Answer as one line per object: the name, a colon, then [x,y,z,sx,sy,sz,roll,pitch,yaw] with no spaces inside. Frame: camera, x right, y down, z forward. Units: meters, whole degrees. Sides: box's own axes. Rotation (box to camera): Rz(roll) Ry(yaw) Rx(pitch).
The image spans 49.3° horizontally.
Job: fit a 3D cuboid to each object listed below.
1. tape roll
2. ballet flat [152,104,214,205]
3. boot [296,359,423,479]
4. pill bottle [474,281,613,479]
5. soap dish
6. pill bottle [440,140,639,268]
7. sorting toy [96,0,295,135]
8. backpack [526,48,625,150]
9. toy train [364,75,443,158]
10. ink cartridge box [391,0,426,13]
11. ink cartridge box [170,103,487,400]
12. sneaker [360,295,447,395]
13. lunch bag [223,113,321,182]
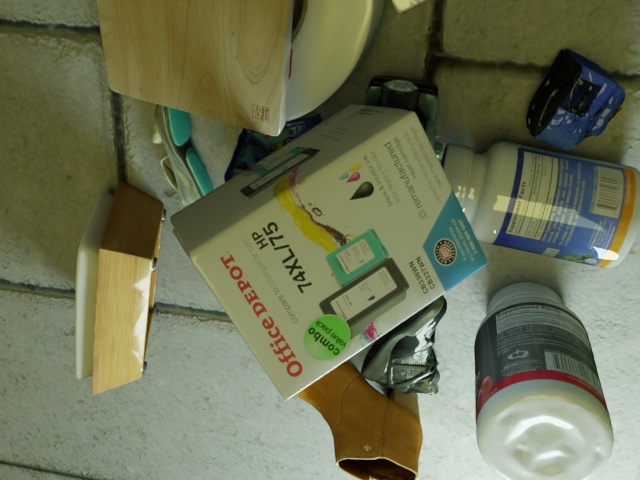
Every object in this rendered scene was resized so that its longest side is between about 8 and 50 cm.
tape roll: [-0.103,-0.350,0.959,0.392,0.072,0.392,9,120,16]
ballet flat: [-0.235,-0.150,1.120,0.068,0.072,0.213,-7,116,20]
boot: [0.038,0.310,1.224,0.295,0.211,0.104,15,118,4]
pill bottle: [0.320,0.195,1.043,0.176,0.318,0.176,5,117,10]
soap dish: [-0.338,0.078,1.183,0.118,0.229,0.290,7,120,-11]
pill bottle: [0.304,-0.059,1.009,0.272,0.152,0.152,12,119,6]
sorting toy: [-0.150,-0.292,0.891,0.255,0.089,0.257,17,135,10]
backpack: [0.350,-0.184,0.966,0.101,0.098,0.120,26,119,-7]
toy train: [0.100,-0.081,1.018,0.142,0.190,0.334,9,120,8]
ink cartridge box: [0.135,-0.444,0.900,0.189,0.066,0.232,-23,115,22]
ink cartridge box: [0.000,0.000,0.797,0.270,0.197,0.198,-33,110,-8]
sneaker: [0.176,0.184,1.203,0.130,0.087,0.227,28,122,-6]
lunch bag: [-0.065,-0.028,1.020,0.138,0.293,0.221,-7,116,15]
